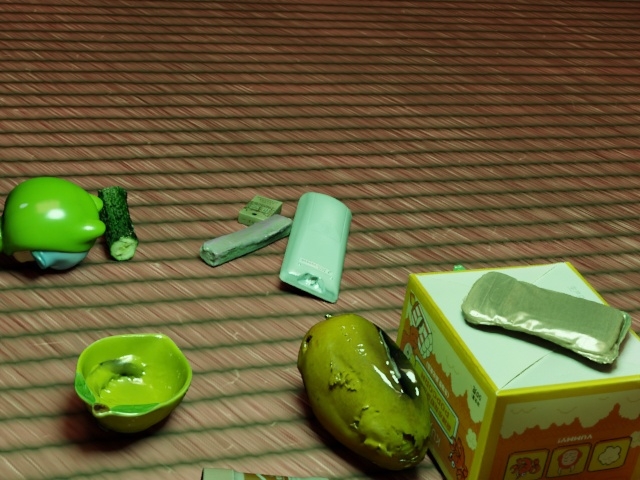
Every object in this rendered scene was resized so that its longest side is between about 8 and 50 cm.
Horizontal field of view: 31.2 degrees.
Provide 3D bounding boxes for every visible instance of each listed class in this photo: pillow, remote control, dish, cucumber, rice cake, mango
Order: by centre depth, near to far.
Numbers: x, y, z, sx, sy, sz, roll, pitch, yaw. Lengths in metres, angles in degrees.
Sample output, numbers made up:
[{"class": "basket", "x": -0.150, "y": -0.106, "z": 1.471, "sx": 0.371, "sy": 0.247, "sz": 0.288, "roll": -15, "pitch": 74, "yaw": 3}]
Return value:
[{"class": "pillow", "x": 0.290, "y": 0.095, "z": 1.480, "sx": 0.211, "sy": 0.034, "sz": 0.135, "roll": 17, "pitch": 34, "yaw": 19}, {"class": "dish", "x": -0.253, "y": 0.202, "z": 1.512, "sx": 0.149, "sy": 0.080, "sz": 0.207, "roll": 20, "pitch": 29, "yaw": 11}, {"class": "mango", "x": 0.062, "y": 0.203, "z": 1.542, "sx": 0.248, "sy": 0.151, "sz": 0.156, "roll": 49, "pitch": 6, "yaw": 38}, {"class": "cucumber", "x": -0.345, "y": -0.032, "z": 1.928, "sx": 0.058, "sy": 0.058, "sz": 0.187, "roll": 0, "pitch": 29, "yaw": -17}, {"class": "rice cake", "x": -0.122, "y": -0.003, "z": 1.961, "sx": 0.047, "sy": 0.036, "sz": 0.207, "roll": 42, "pitch": 40, "yaw": 24}, {"class": "remote control", "x": 0.000, "y": 0.001, "z": 1.962, "sx": 0.103, "sy": 0.051, "sz": 0.293, "roll": 24, "pitch": 31, "yaw": -7}]

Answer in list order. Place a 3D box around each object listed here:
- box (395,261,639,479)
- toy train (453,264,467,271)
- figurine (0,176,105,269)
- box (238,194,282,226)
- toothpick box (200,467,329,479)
[{"class": "box", "x": 0.270, "y": 0.192, "z": 1.549, "sx": 0.260, "sy": 0.214, "sz": 0.283, "roll": -5, "pitch": 31, "yaw": -18}, {"class": "toy train", "x": 0.289, "y": 0.091, "z": 1.868, "sx": 0.149, "sy": 0.081, "sz": 0.099, "roll": 2, "pitch": 29, "yaw": -12}, {"class": "figurine", "x": -0.471, "y": -0.018, "z": 1.794, "sx": 0.263, "sy": 0.143, "sz": 0.162, "roll": -8, "pitch": 26, "yaw": -9}, {"class": "box", "x": -0.108, "y": -0.051, "z": 2.062, "sx": 0.053, "sy": 0.024, "sz": 0.083, "roll": 16, "pitch": 28, "yaw": 13}, {"class": "toothpick box", "x": -0.068, "y": 0.320, "z": 1.335, "sx": 0.149, "sy": 0.098, "sz": 0.098, "roll": 7, "pitch": 29, "yaw": -7}]
